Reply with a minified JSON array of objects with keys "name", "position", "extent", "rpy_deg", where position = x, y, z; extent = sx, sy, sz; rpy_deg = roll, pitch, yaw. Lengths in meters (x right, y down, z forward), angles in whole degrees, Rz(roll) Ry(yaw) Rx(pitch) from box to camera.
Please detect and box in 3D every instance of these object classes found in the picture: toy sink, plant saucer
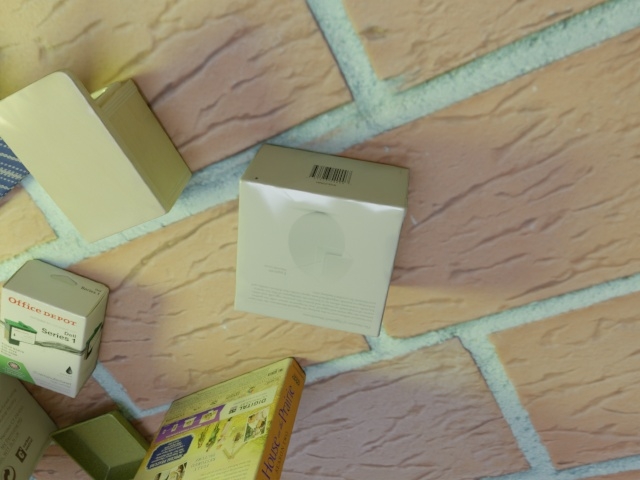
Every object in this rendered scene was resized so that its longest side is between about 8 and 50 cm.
[{"name":"toy sink","position":[-0.323,-0.139,0.878],"extent":[0.153,0.131,0.234],"rpy_deg":[-19,121,21]},{"name":"plant saucer","position":[-0.453,0.442,1.308],"extent":[0.188,0.045,0.188],"rpy_deg":[-22,115,22]}]

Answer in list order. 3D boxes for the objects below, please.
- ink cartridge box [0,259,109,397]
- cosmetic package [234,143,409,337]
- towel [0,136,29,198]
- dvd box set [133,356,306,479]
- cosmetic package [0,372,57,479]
[{"name":"ink cartridge box","position":[-0.495,0.164,1.117],"extent":[0.160,0.092,0.219],"rpy_deg":[20,123,-2]},{"name":"cosmetic package","position":[0.000,0.000,0.895],"extent":[0.224,0.138,0.224],"rpy_deg":[11,121,4]},{"name":"towel","position":[-0.592,-0.114,0.920],"extent":[0.336,0.040,0.243],"rpy_deg":[-30,153,24]},{"name":"dvd box set","position":[-0.197,0.397,1.010],"extent":[0.308,0.420,0.062],"rpy_deg":[-26,113,23]},{"name":"cosmetic package","position":[-0.819,0.421,1.176],"extent":[0.394,0.329,0.327],"rpy_deg":[-19,116,13]}]
